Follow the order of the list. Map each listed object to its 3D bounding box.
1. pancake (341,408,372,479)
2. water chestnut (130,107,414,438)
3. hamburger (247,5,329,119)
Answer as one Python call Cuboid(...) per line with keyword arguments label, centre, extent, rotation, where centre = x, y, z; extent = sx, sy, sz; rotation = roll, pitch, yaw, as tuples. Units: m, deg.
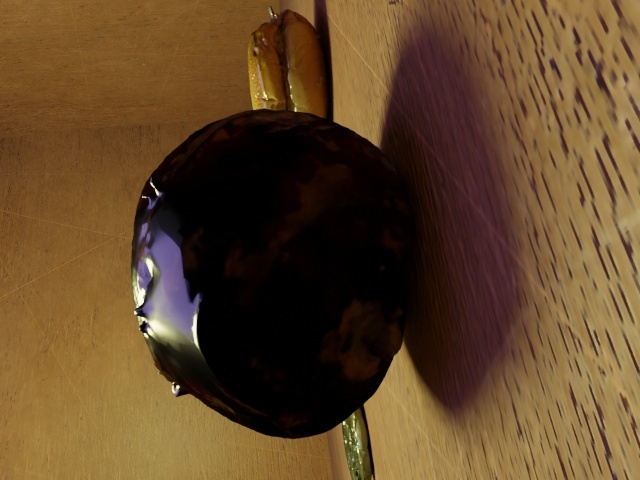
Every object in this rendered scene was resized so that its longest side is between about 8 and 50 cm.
Cuboid(label="pancake", centre=(0.080, 0.450, 1.060), extent=(0.253, 0.037, 0.254), rotation=(175, 90, -85))
Cuboid(label="water chestnut", centre=(-0.064, 0.026, 0.526), extent=(0.347, 0.335, 0.335), rotation=(10, 109, 53))
Cuboid(label="hamburger", centre=(-0.074, -0.351, 1.040), extent=(0.290, 0.170, 0.314), rotation=(-111, 16, -61))
